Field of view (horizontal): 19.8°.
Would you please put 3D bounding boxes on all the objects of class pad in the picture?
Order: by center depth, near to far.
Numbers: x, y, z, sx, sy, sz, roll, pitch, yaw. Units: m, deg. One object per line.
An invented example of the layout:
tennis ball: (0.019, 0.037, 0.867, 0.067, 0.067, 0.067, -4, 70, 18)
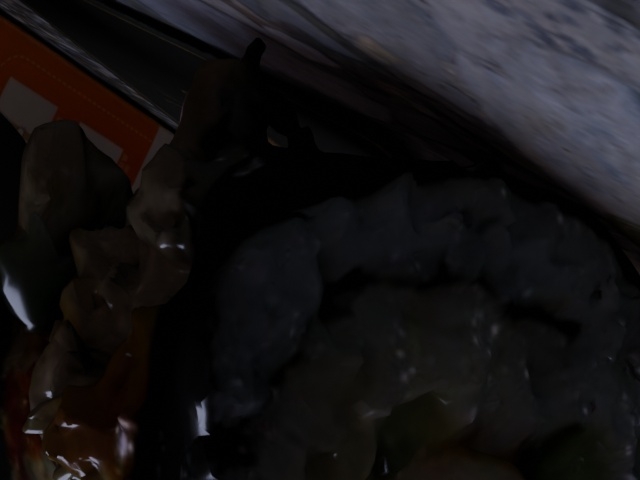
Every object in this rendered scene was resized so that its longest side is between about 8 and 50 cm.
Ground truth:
pad: (0.001, 0.000, 0.833, 0.315, 0.063, 0.375, 26, 176, 25)

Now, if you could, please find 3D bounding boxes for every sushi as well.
sushi: (-0.008, 0.073, 0.623, 0.225, 0.238, 0.219, 23, 162, -35)

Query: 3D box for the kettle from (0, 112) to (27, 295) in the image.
kettle: (-0.291, 0.035, 0.817, 0.377, 0.250, 0.361, 16, 148, 37)

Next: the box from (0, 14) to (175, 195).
box: (-0.197, -0.040, 1.083, 0.225, 0.143, 0.341, 25, 176, 36)
